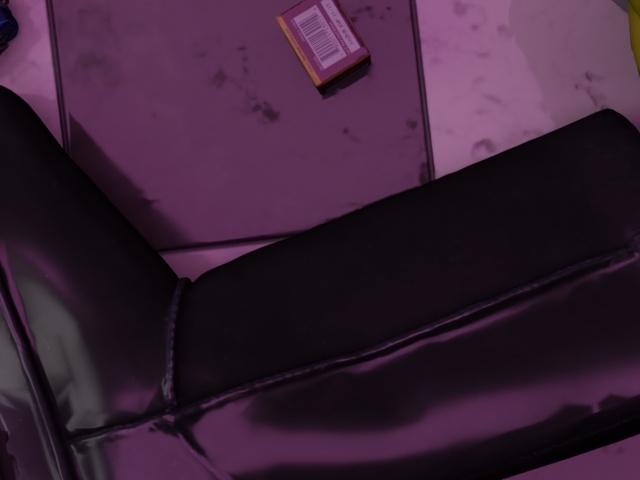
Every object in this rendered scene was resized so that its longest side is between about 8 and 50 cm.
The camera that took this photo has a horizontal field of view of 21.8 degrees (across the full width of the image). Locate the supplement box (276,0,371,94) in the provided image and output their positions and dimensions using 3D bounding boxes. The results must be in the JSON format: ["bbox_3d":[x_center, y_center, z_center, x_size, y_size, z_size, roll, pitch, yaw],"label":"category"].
[{"bbox_3d":[0.003,-0.132,1.102,0.043,0.083,0.055,-32,91,2],"label":"supplement box"}]

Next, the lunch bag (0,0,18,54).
[{"bbox_3d":[-0.250,-0.141,1.120,0.098,0.067,0.065,-35,91,2],"label":"lunch bag"}]

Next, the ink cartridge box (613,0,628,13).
[{"bbox_3d":[0.253,-0.195,1.088,0.052,0.088,0.122,39,93,2],"label":"ink cartridge box"}]

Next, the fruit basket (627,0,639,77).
[{"bbox_3d":[0.287,-0.072,0.923,0.392,0.392,0.283,22,119,1],"label":"fruit basket"}]

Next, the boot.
[{"bbox_3d":[0.001,0.002,1.073,0.445,0.146,0.367,-20,79,-1],"label":"boot"}]
